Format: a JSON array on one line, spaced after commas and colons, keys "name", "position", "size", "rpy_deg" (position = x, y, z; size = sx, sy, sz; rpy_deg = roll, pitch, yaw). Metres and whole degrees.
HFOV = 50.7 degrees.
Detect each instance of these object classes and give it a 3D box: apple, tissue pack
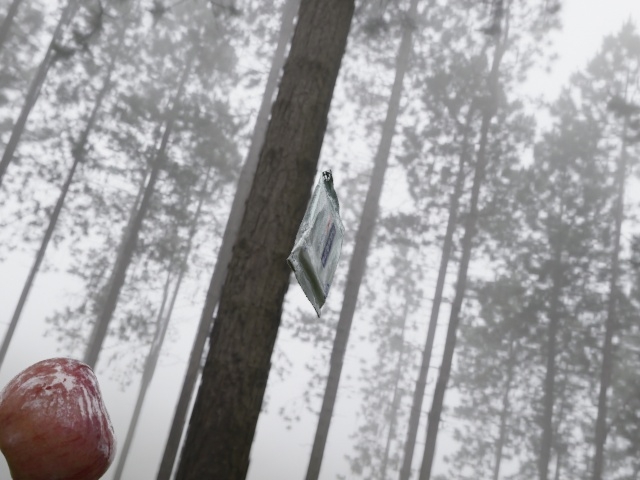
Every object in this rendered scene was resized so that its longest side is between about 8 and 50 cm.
[{"name": "apple", "position": [-0.302, 0.212, 0.766], "size": [0.120, 0.153, 0.153], "rpy_deg": [-18, -6, -21]}, {"name": "tissue pack", "position": [0.000, 0.000, 0.983], "size": [0.026, 0.193, 0.122], "rpy_deg": [-3, -46, 24]}]
